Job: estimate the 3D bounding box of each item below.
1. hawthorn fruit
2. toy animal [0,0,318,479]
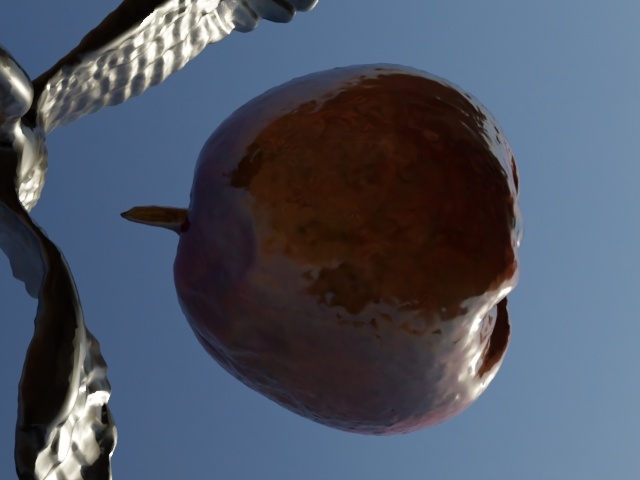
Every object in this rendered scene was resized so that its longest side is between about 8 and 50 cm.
[{"bbox_3d":[0.000,0.000,0.914,0.298,0.277,0.277,6,-128,-10],"label":"hawthorn fruit"},{"bbox_3d":[-0.129,-0.023,0.464,0.197,0.160,0.272,37,-123,-56],"label":"toy animal"}]
